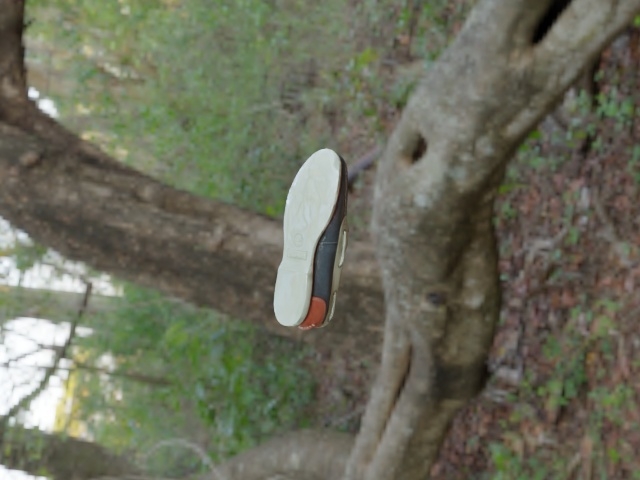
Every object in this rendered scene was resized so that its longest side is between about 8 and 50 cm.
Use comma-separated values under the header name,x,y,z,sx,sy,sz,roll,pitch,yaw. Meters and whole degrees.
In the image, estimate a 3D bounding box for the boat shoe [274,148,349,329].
name,x,y,z,sx,sy,sz,roll,pitch,yaw
boat shoe,0.000,0.000,0.883,0.049,0.043,0.137,14,94,46
